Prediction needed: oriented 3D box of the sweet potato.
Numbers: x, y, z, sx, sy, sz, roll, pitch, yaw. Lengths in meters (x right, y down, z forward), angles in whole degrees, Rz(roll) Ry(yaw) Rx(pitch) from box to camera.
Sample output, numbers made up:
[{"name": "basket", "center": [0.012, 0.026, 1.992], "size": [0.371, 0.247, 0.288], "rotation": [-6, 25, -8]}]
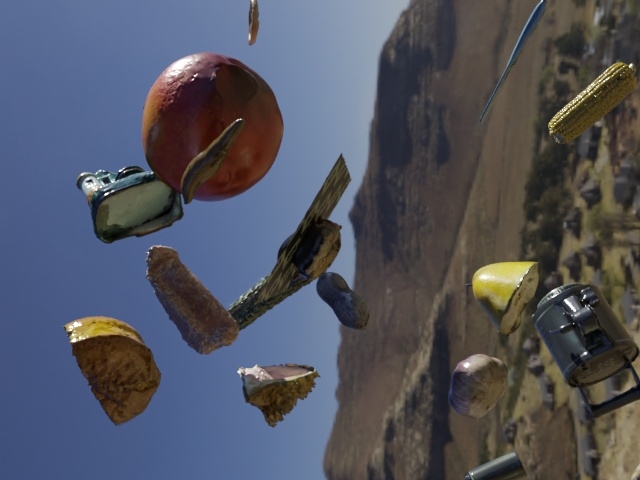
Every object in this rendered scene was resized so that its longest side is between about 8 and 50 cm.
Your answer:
[{"name": "sweet potato", "center": [-0.238, -0.183, 1.571], "size": [0.249, 0.059, 0.069], "rotation": [-46, 12, 25]}]

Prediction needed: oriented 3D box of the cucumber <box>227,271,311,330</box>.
[{"name": "cucumber", "center": [-0.148, 0.151, 2.056], "size": [0.096, 0.359, 0.096], "rotation": [45, -158, -24]}]

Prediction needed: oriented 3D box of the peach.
[{"name": "peach", "center": [-0.275, -0.296, 1.824], "size": [0.388, 0.389, 0.387], "rotation": [2, -90, -83]}]

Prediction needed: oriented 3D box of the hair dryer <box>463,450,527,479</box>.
[{"name": "hair dryer", "center": [0.494, 0.692, 2.106], "size": [0.248, 0.196, 0.077], "rotation": [55, -169, -69]}]

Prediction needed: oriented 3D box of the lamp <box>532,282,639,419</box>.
[{"name": "lamp", "center": [0.716, 0.258, 1.953], "size": [0.374, 0.205, 0.272], "rotation": [59, -170, -34]}]

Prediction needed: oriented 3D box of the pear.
[{"name": "pear", "center": [0.547, 0.145, 2.190], "size": [0.267, 0.178, 0.266], "rotation": [-39, -35, -34]}]

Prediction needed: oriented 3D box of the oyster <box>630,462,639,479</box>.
[{"name": "oyster", "center": [0.604, 0.412, 1.167], "size": [0.100, 0.275, 0.270], "rotation": [-143, 36, -65]}]

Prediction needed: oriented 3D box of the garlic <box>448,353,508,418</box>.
[{"name": "garlic", "center": [0.352, 0.327, 1.625], "size": [0.159, 0.102, 0.147], "rotation": [-36, -54, -30]}]

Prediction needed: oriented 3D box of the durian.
[{"name": "durian", "center": [-0.099, 0.383, 1.899], "size": [0.305, 0.196, 0.185], "rotation": [121, 124, -82]}]

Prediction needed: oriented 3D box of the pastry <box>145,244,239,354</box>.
[{"name": "pastry", "center": [-0.285, 0.132, 1.538], "size": [0.103, 0.265, 0.112], "rotation": [-28, -12, -38]}]

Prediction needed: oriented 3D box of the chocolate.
[{"name": "chocolate", "center": [0.051, 0.134, 1.594], "size": [0.167, 0.072, 0.072], "rotation": [50, 158, 36]}]

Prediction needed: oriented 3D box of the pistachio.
[{"name": "pistachio", "center": [-0.020, 0.027, 1.808], "size": [0.210, 0.131, 0.165], "rotation": [-40, 19, 29]}]

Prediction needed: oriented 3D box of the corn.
[{"name": "corn", "center": [0.616, -0.309, 1.617], "size": [0.080, 0.238, 0.080], "rotation": [46, -174, -7]}]

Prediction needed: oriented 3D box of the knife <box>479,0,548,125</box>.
[{"name": "knife", "center": [0.369, -0.336, 1.395], "size": [0.044, 0.019, 0.313], "rotation": [-39, -19, -36]}]

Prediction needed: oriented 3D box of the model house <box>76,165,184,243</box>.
[{"name": "model house", "center": [-0.570, -0.146, 2.045], "size": [0.291, 0.253, 0.184], "rotation": [39, 142, 41]}]

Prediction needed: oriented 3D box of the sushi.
[{"name": "sushi", "center": [0.000, 0.000, 1.184], "size": [0.263, 0.050, 0.290], "rotation": [-59, -7, 2]}]

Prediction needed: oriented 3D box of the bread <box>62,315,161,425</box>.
[{"name": "bread", "center": [-0.545, 0.336, 1.943], "size": [0.194, 0.179, 0.339], "rotation": [43, 154, 50]}]

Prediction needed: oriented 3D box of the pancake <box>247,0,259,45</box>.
[{"name": "pancake", "center": [-0.186, -0.604, 1.968], "size": [0.139, 0.022, 0.139], "rotation": [179, 90, -79]}]
